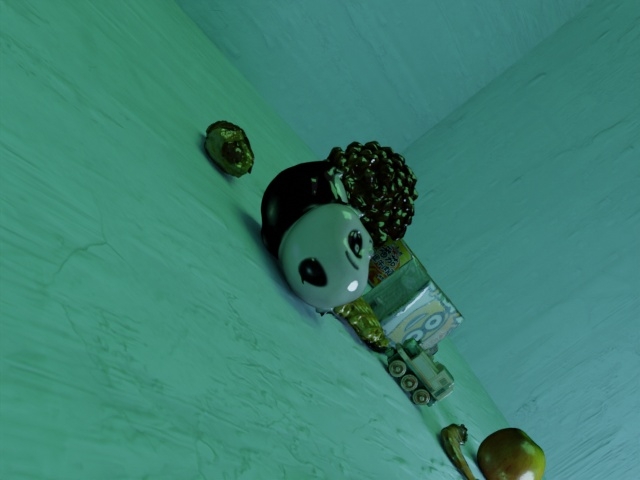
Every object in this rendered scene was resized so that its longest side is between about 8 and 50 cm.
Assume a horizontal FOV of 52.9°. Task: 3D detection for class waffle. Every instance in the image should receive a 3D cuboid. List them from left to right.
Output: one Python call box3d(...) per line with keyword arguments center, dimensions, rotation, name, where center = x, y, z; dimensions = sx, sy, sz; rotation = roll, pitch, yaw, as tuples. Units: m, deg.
box3d(center=(0.075, 0.161, 1.691), dimensions=(0.291, 0.051, 0.291), rotation=(47, 9, -10), name="waffle")

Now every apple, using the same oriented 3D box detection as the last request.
box3d(center=(0.563, 0.647, 1.887), dimensions=(0.196, 0.196, 0.196), rotation=(50, 9, -11), name="apple")

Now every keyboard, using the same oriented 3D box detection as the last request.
box3d(center=(0.145, 0.272, 1.748), dimensions=(0.074, 0.015, 0.196), rotation=(56, 9, 25), name="keyboard")

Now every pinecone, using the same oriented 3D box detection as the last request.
box3d(center=(0.145, -0.137, 2.294), dimensions=(0.398, 0.397, 0.398), rotation=(50, 9, -11), name="pinecone")

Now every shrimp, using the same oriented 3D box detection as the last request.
box3d(center=(0.392, 0.580, 1.718), dimensions=(0.198, 0.051, 0.262), rotation=(62, 14, 15), name="shrimp")

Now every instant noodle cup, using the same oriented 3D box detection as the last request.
box3d(center=(0.258, 0.077, 2.494), dimensions=(0.264, 0.200, 0.264), rotation=(51, 8, -10), name="instant noodle cup")

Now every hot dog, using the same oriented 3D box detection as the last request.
box3d(center=(-0.222, -0.237, 1.605), dimensions=(0.146, 0.103, 0.213), rotation=(47, 9, -26), name="hot dog")

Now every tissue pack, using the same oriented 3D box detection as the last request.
box3d(center=(0.275, 0.219, 1.941), dimensions=(0.311, 0.228, 0.128), rotation=(44, 11, -48), name="tissue pack")

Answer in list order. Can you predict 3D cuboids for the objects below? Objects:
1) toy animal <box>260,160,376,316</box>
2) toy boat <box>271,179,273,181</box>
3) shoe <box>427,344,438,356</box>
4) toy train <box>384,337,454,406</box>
box3d(center=(-0.004, 0.003, 1.425), dimensions=(0.251, 0.250, 0.310), rotation=(43, 23, -45), name="toy animal")
box3d(center=(-0.091, -0.111, 1.899), dimensions=(0.084, 0.066, 0.210), rotation=(58, 10, 26), name="toy boat")
box3d(center=(0.328, 0.321, 2.239), dimensions=(0.207, 0.091, 0.106), rotation=(48, 15, -6), name="shoe")
box3d(center=(0.258, 0.343, 1.695), dimensions=(0.194, 0.125, 0.081), rotation=(52, 5, -7), name="toy train")
